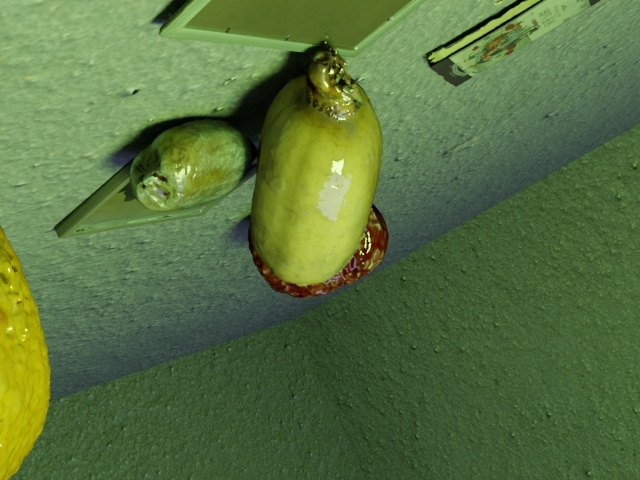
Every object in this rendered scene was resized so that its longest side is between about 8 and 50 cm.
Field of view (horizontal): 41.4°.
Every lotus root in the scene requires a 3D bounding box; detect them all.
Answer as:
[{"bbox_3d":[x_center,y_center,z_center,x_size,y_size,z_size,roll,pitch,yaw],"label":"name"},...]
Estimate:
[{"bbox_3d":[-0.139,-0.090,0.989,0.113,0.088,0.192,-39,171,33],"label":"lotus root"},{"bbox_3d":[-0.001,-0.084,0.994,0.152,0.169,0.342,6,138,-8],"label":"lotus root"}]

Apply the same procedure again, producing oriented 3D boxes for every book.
[{"bbox_3d":[0.262,-0.281,1.134,0.231,0.026,0.157,-29,170,20],"label":"book"}]

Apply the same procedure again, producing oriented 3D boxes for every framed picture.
[{"bbox_3d":[0.025,-0.244,0.764,0.232,0.019,0.296,-32,168,34],"label":"framed picture"},{"bbox_3d":[-0.203,-0.068,1.155,0.192,0.018,0.265,-33,167,37],"label":"framed picture"}]

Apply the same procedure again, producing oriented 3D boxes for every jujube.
[{"bbox_3d":[0.000,0.000,1.511,0.232,0.212,0.213,-28,170,9],"label":"jujube"}]

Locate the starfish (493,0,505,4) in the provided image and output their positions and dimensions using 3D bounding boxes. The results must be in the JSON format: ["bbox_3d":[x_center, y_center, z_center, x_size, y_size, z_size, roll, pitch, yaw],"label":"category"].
[{"bbox_3d":[0.239,-0.304,0.982,0.086,0.016,0.092,-12,159,-48],"label":"starfish"}]

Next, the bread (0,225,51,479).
[{"bbox_3d":[-0.369,0.077,0.605,0.337,0.358,0.204,-28,-175,15],"label":"bread"}]
